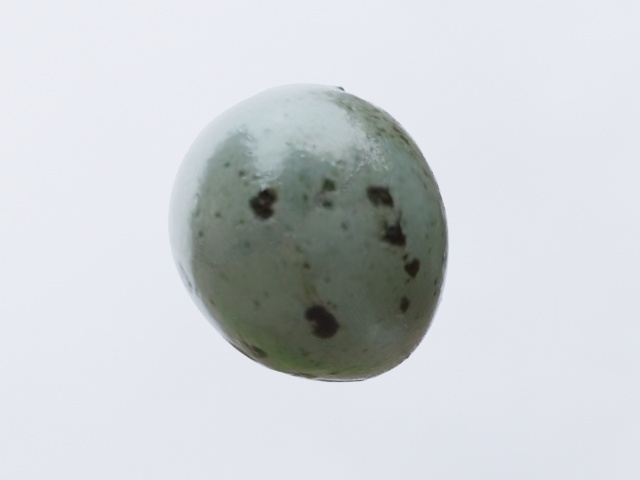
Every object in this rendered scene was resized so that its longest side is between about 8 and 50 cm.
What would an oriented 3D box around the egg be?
[{"bbox_3d":[0.000,0.000,0.808,0.131,0.131,0.164,-27,-38,6],"label":"egg"}]
